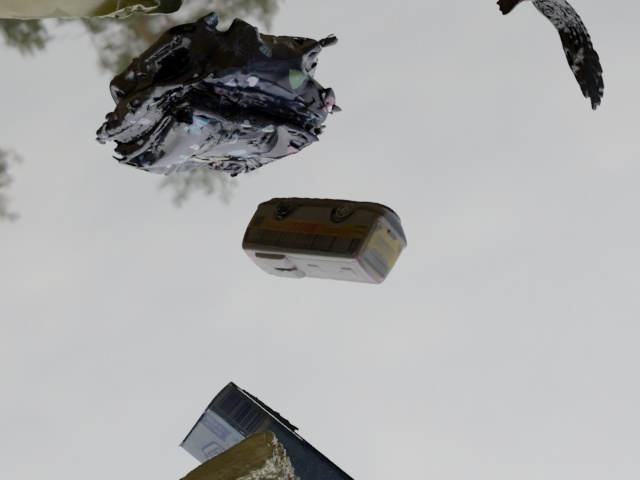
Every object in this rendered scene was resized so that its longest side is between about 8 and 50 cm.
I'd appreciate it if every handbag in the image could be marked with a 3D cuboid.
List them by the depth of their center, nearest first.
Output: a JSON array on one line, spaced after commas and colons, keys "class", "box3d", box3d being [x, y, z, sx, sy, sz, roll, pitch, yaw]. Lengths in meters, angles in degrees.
[{"class": "handbag", "box3d": [-0.092, -0.117, 1.200, 0.162, 0.113, 0.260, 9, 168, -24]}]

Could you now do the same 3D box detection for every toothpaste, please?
[{"class": "toothpaste", "box3d": [0.004, 0.235, 1.209, 0.066, 0.272, 0.053, -54, 176, 34]}]

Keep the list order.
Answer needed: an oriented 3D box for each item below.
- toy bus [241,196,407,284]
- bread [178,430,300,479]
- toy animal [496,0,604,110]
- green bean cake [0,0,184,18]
[{"class": "toy bus", "box3d": [0.000, 0.000, 1.311, 0.172, 0.057, 0.072, 3, -124, 45]}, {"class": "bread", "box3d": [-0.044, 0.159, 0.856, 0.070, 0.083, 0.035, -28, -137, -1]}, {"class": "toy animal", "box3d": [0.162, -0.198, 1.057, 0.062, 0.220, 0.108, -26, -179, 15]}, {"class": "green bean cake", "box3d": [-0.203, -0.287, 1.116, 0.233, 0.236, 0.124, -6, -127, -7]}]
